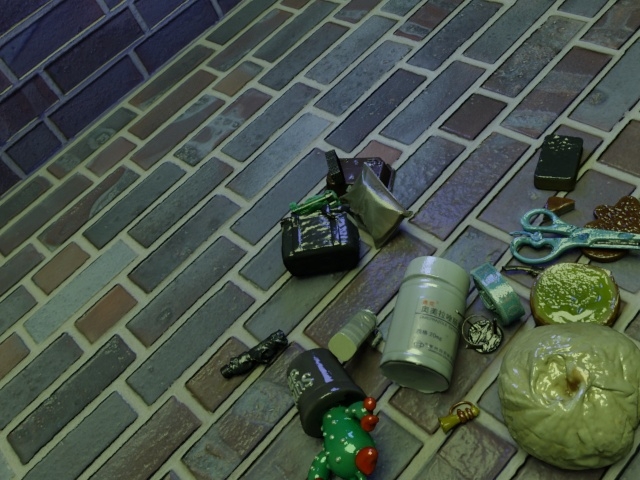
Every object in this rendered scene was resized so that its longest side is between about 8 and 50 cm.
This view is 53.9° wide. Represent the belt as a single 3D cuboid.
[{"bbox_3d":[0.483,0.153,1.724,0.082,0.147,0.163,-28,20,2],"label":"belt"}]

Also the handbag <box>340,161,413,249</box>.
[{"bbox_3d":[0.172,-0.110,2.048,0.182,0.117,0.270,-53,56,24],"label":"handbag"}]

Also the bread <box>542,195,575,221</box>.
[{"bbox_3d":[0.706,-0.103,1.901,0.109,0.043,0.062,-27,51,1],"label":"bread"}]

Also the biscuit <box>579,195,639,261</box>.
[{"bbox_3d":[0.842,-0.030,1.794,0.236,0.039,0.180,-36,52,-8],"label":"biscuit"}]

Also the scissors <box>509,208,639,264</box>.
[{"bbox_3d":[0.729,-0.004,1.777,0.393,0.032,0.180,6,69,33],"label":"scissors"}]

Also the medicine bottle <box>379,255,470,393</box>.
[{"bbox_3d":[0.288,0.223,1.710,0.190,0.190,0.332,4,56,24],"label":"medicine bottle"}]

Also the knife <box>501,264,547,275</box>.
[{"bbox_3d":[0.631,0.090,1.792,0.222,0.021,0.045,0,54,16],"label":"knife"}]

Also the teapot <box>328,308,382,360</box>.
[{"bbox_3d":[0.110,0.267,1.765,0.107,0.077,0.200,40,28,8],"label":"teapot"}]

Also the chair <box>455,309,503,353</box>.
[{"bbox_3d":[0.417,0.246,1.652,0.104,0.221,0.095,14,83,27],"label":"chair"}]

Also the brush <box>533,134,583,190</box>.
[{"bbox_3d":[0.752,-0.249,1.987,0.123,0.059,0.197,9,58,25],"label":"brush"}]

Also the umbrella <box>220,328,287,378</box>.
[{"bbox_3d":[-0.197,0.349,1.887,0.224,0.080,0.071,-30,83,1],"label":"umbrella"}]

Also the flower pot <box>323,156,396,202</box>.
[{"bbox_3d":[0.127,-0.223,2.195,0.251,0.084,0.178,1,54,22],"label":"flower pot"}]

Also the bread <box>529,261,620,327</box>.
[{"bbox_3d":[0.678,0.157,1.680,0.236,0.070,0.236,-10,55,15],"label":"bread"}]

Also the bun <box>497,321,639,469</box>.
[{"bbox_3d":[0.586,0.340,1.467,0.353,0.227,0.348,-24,54,9],"label":"bun"}]

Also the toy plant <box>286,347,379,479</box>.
[{"bbox_3d":[0.038,0.468,1.616,0.279,0.185,0.400,-40,41,6],"label":"toy plant"}]

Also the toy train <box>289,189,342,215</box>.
[{"bbox_3d":[-0.014,-0.111,2.150,0.178,0.104,0.071,-23,45,2],"label":"toy train"}]

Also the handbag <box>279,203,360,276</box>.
[{"bbox_3d":[0.000,0.000,2.009,0.255,0.181,0.181,-12,57,11],"label":"handbag"}]

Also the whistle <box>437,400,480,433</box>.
[{"bbox_3d":[0.354,0.451,1.615,0.109,0.057,0.046,-23,93,-9],"label":"whistle"}]

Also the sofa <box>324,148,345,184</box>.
[{"bbox_3d":[0.049,-0.251,2.152,0.039,0.060,0.118,-22,50,12],"label":"sofa"}]
